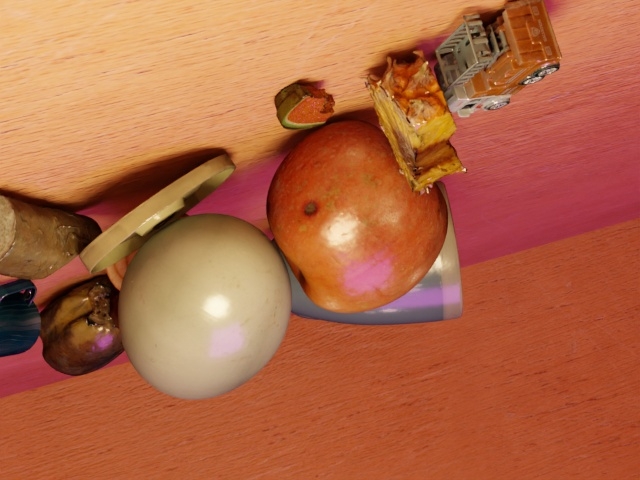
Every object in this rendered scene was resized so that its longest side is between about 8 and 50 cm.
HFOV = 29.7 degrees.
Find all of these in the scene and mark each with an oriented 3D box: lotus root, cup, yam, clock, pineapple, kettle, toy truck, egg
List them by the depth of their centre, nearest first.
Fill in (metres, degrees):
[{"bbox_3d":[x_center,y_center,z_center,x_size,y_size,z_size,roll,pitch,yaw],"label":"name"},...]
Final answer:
[{"bbox_3d":[0.185,-0.201,1.375,0.115,0.080,0.178,-12,170,-20],"label":"toy truck"},{"bbox_3d":[0.109,-0.152,1.410,0.079,0.135,0.233,-30,160,-4],"label":"pineapple"},{"bbox_3d":[-0.365,0.000,1.530,0.106,0.106,0.259,-19,169,12],"label":"yam"},{"bbox_3d":[-0.209,-0.034,1.569,0.235,0.029,0.235,-35,-179,1],"label":"clock"},{"bbox_3d":[-0.162,0.098,1.646,0.230,0.230,0.371,-13,161,-21],"label":"egg"},{"bbox_3d":[-0.530,0.135,1.981,0.150,0.113,0.138,-19,172,26],"label":"cup"},{"bbox_3d":[0.070,0.058,2.164,0.342,0.247,0.319,-9,149,2],"label":"kettle"},{"bbox_3d":[-0.425,0.161,2.207,0.160,0.152,0.275,-22,177,-34],"label":"lotus root"}]

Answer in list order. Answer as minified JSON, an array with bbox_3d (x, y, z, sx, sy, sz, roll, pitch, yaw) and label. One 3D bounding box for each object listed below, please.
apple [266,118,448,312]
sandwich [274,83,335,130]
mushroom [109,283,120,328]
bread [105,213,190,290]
[{"bbox_3d":[0.038,-0.028,1.591,0.254,0.253,0.253,-17,171,-3],"label":"apple"},{"bbox_3d":[-0.020,-0.158,1.418,0.067,0.029,0.135,-24,169,6],"label":"sandwich"},{"bbox_3d":[-0.257,0.062,2.035,0.231,0.138,0.194,-28,158,-3],"label":"mushroom"},{"bbox_3d":[-0.245,0.024,1.808,0.149,0.122,0.073,-18,174,16],"label":"bread"}]
